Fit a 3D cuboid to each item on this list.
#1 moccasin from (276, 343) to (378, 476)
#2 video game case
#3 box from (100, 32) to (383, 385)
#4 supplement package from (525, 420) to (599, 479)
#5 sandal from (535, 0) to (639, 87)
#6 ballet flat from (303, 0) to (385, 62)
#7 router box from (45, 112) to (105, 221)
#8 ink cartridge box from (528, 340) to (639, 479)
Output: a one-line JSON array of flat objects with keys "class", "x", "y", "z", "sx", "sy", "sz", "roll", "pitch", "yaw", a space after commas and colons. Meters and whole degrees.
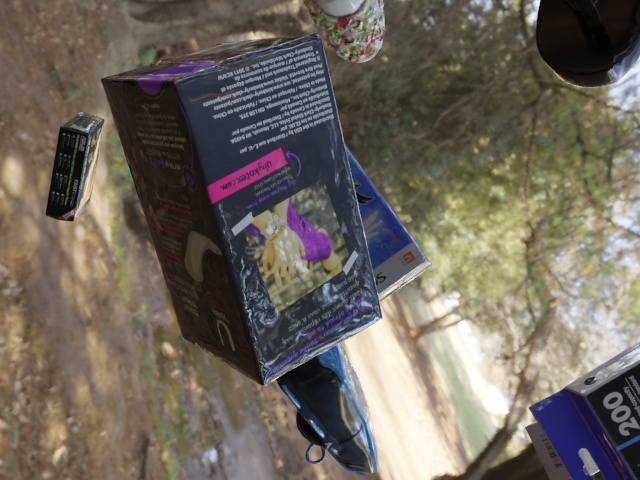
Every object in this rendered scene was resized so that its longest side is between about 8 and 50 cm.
[{"class": "moccasin", "x": 0.013, "y": 0.268, "z": 1.238, "sx": 0.137, "sy": 0.117, "sz": 0.342, "roll": -100, "pitch": 172, "yaw": -49}, {"class": "video game case", "x": 0.000, "y": 0.000, "z": 1.234, "sx": 0.269, "sy": 0.244, "sz": 0.061, "roll": 55, "pitch": 7, "yaw": 16}, {"class": "box", "x": -0.068, "y": -0.035, "z": 0.703, "sx": 0.165, "sy": 0.143, "sz": 0.270, "roll": 17, "pitch": -54, "yaw": 53}, {"class": "supplement package", "x": 0.459, "y": 0.319, "z": 1.299, "sx": 0.105, "sy": 0.179, "sz": 0.105, "roll": 65, "pitch": -27, "yaw": 15}, {"class": "sandal", "x": 0.231, "y": -0.247, "z": 0.655, "sx": 0.054, "sy": 0.097, "sz": 0.254, "roll": 27, "pitch": 68, "yaw": -45}, {"class": "ballet flat", "x": 0.008, "y": -0.307, "z": 0.812, "sx": 0.077, "sy": 0.091, "sz": 0.241, "roll": -29, "pitch": 104, "yaw": -75}, {"class": "router box", "x": -0.315, "y": -0.095, "z": 0.998, "sx": 0.092, "sy": 0.038, "sz": 0.122, "roll": -99, "pitch": -156, "yaw": -70}, {"class": "ink cartridge box", "x": 0.372, "y": 0.221, "z": 0.854, "sx": 0.206, "sy": 0.208, "sz": 0.045, "roll": 57, "pitch": 5, "yaw": -8}]
